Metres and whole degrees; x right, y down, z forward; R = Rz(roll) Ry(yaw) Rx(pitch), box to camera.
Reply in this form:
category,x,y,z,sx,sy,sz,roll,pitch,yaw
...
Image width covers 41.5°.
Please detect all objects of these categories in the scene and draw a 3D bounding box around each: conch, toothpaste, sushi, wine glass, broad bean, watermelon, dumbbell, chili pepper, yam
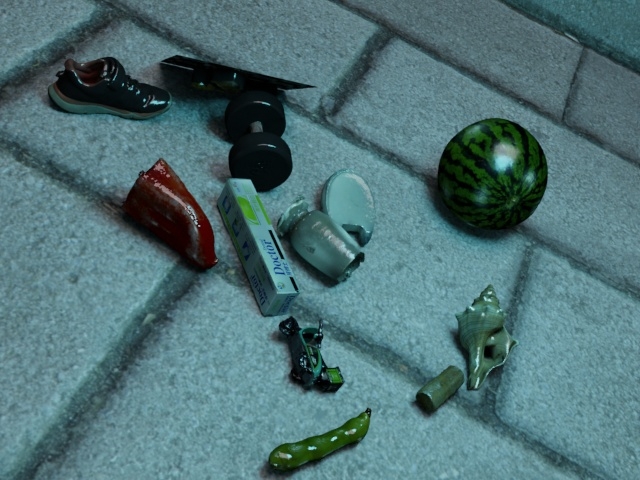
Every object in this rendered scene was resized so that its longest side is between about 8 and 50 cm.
category,x,y,z,sx,sy,sz,roll,pitch,yaw
conch,0.370,0.213,1.894,0.137,0.114,0.234,1,82,-13
toothpaste,-0.140,0.010,1.851,0.067,0.081,0.337,-1,48,-33
sushi,-0.221,-0.396,2.159,0.358,0.064,0.343,9,6,-18
wine glass,0.000,0.000,1.907,0.204,0.111,0.111,41,43,18
broad bean,0.006,0.376,1.573,0.256,0.053,0.052,-15,18,-38
watermelon,0.445,-0.168,2.183,0.285,0.285,0.285,14,43,-14
dumbbell,-0.152,-0.242,2.047,0.152,0.153,0.218,9,44,-19
chili pepper,-0.300,-0.050,1.787,0.252,0.144,0.136,42,6,9
yam,0.251,0.310,1.765,0.054,0.054,0.132,43,43,18

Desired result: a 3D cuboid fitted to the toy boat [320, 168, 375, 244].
category,x,y,z,sx,sy,sz,roll,pitch,yaw
toy boat,0.063,-0.077,2.063,0.134,0.079,0.208,3,57,-14

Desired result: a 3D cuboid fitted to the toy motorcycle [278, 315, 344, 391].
category,x,y,z,sx,sy,sz,roll,pitch,yaw
toy motorcycle,-0.023,0.225,1.709,0.100,0.058,0.173,4,47,-33

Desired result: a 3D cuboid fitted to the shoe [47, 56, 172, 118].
category,x,y,z,sx,sy,sz,roll,pitch,yaw
shoe,-0.496,-0.375,2.020,0.290,0.137,0.114,2,47,-26
